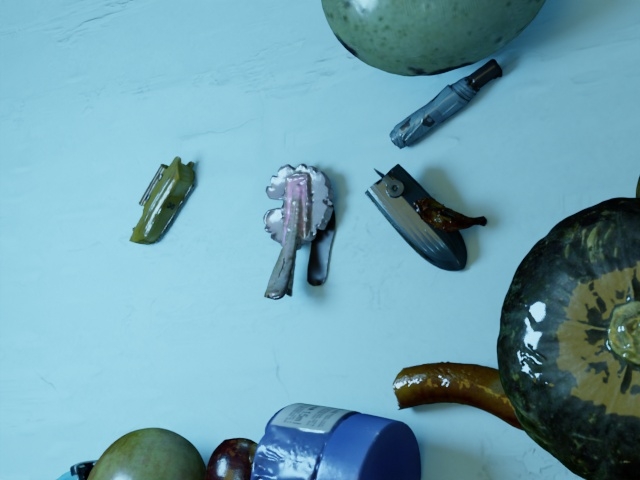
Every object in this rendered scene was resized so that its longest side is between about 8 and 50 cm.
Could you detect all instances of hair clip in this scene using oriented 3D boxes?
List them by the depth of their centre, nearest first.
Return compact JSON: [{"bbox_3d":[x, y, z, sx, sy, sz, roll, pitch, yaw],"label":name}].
[{"bbox_3d":[-0.058,-0.012,1.870,0.173,0.069,0.301,-4,64,32],"label":"hair clip"}]

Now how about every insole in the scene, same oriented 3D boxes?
[{"bbox_3d":[0.000,0.000,1.878,0.064,0.004,0.189,0,79,33],"label":"insole"}]

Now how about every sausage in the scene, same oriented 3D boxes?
[{"bbox_3d":[0.261,0.268,1.628,0.302,0.076,0.103,4,88,31],"label":"sausage"}]

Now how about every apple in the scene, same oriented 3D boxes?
[{"bbox_3d":[-0.332,0.499,1.817,0.256,0.257,0.234,-4,45,29],"label":"apple"}]

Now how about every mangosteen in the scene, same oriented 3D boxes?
[{"bbox_3d":[-0.130,0.449,1.781,0.181,0.156,0.146,-13,42,-3],"label":"mangosteen"}]

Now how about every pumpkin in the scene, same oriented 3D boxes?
[{"bbox_3d":[0.487,0.157,1.369,0.454,0.344,0.455,-4,77,20],"label":"pumpkin"}]

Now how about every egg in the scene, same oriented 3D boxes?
[{"bbox_3d":[0.209,-0.476,1.678,0.427,0.345,0.345,-12,72,13],"label":"egg"}]

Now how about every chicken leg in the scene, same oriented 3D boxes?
[{"bbox_3d":[0.236,-0.043,1.689,0.037,0.145,0.062,118,169,-45],"label":"chicken leg"}]

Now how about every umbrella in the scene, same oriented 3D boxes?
[{"bbox_3d":[0.237,-0.264,1.778,0.250,0.053,0.052,-36,63,18],"label":"umbrella"}]

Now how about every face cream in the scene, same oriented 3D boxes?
[{"bbox_3d":[0.027,0.421,1.626,0.225,0.249,0.249,4,80,34],"label":"face cream"}]

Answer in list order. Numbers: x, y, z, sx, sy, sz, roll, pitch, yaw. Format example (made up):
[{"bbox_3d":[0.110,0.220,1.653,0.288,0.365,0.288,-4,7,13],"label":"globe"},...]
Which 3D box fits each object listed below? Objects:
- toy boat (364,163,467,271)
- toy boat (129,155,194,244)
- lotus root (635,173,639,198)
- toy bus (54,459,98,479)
[{"bbox_3d":[0.187,-0.037,1.741,0.093,0.103,0.246,-40,75,-1],"label":"toy boat"},{"bbox_3d":[-0.359,-0.088,2.071,0.088,0.068,0.226,39,101,35],"label":"toy boat"},{"bbox_3d":[0.578,-0.085,1.511,0.120,0.120,0.210,18,87,31],"label":"lotus root"},{"bbox_3d":[-0.484,0.613,1.936,0.164,0.133,0.271,-30,68,25],"label":"toy bus"}]
